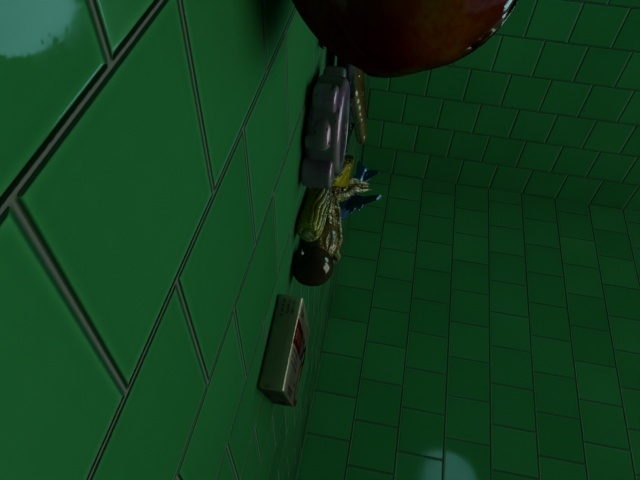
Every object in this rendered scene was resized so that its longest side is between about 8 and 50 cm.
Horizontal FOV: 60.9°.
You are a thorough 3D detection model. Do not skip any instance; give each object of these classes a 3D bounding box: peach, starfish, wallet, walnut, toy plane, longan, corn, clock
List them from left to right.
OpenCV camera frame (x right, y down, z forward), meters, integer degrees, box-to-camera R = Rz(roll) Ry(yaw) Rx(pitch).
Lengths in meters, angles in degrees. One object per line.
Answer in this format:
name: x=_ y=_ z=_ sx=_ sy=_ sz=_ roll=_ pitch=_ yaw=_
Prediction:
longan: x=-0.024 y=0.065 z=1.398 sx=0.119 sy=0.106 sz=0.106 roll=37 pitch=52 yaw=-34
corn: x=-0.014 y=-0.078 z=1.390 sx=0.203 sy=0.072 sz=0.072 roll=-75 pitch=173 yaw=-47
walnut: x=0.000 y=0.000 z=1.487 sx=0.105 sy=0.105 sz=0.124 roll=87 pitch=6 yaw=-65
clock: x=0.017 y=-0.268 z=1.286 sx=0.227 sy=0.090 sz=0.247 roll=-73 pitch=169 yaw=-55
starfish: x=0.069 y=-0.168 z=1.818 sx=0.324 sy=0.083 sz=0.431 roll=-60 pitch=149 yaw=-38
wallet: x=0.064 y=-0.445 z=1.499 sx=0.190 sy=0.046 sz=0.378 roll=-96 pitch=-175 yaw=-45
toy plane: x=0.108 y=-0.171 z=2.057 sx=0.271 sy=0.254 sz=0.105 roll=-52 pitch=137 yaw=-2
peach: x=0.100 y=-0.410 z=0.702 sx=0.370 sy=0.370 sz=0.369 roll=9 pitch=90 yaw=-85

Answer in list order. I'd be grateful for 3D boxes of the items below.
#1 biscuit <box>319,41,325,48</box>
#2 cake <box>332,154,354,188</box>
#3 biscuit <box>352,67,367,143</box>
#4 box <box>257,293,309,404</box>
biscuit: x=0.051 y=-0.540 z=1.258 sx=0.106 sy=0.070 sz=0.252 roll=92 pitch=10 yaw=-47
cake: x=0.036 y=-0.179 z=1.599 sx=0.184 sy=0.080 sz=0.116 roll=-62 pitch=166 yaw=-46
biscuit: x=0.119 y=-0.485 z=1.743 sx=0.217 sy=0.044 sz=0.324 roll=75 pitch=12 yaw=-48
box: x=-0.081 y=0.285 z=1.349 sx=0.353 sy=0.069 sz=0.214 roll=90 pitch=11 yaw=-68
